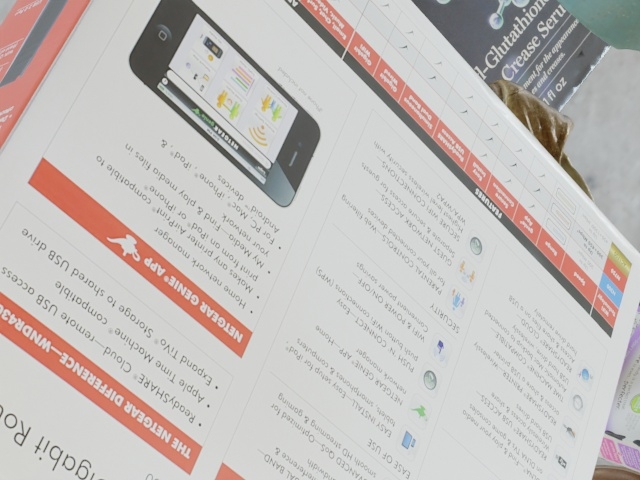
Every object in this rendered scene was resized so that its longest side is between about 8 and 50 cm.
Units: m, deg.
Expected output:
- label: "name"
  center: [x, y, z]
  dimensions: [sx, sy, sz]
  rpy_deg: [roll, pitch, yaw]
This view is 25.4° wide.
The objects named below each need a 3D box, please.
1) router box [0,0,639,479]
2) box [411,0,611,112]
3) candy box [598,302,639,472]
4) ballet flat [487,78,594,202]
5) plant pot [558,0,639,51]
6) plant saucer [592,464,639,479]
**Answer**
- label: "router box"
  center: [-0.011, 0.035, 0.605]
  dimensions: [0.335, 0.082, 0.301]
  rpy_deg: [44, 53, -28]
- label: "box"
  center: [0.143, -0.313, 1.727]
  dimensions: [0.395, 0.212, 0.293]
  rpy_deg: [46, 73, -24]
- label: "candy box"
  center: [0.348, 0.156, 1.477]
  dimensions: [0.196, 0.070, 0.165]
  rpy_deg: [17, 60, 37]
- label: "ballet flat"
  center: [0.176, 0.025, 1.174]
  dimensions: [0.124, 0.116, 0.342]
  rpy_deg: [12, 60, -16]
- label: "plant pot"
  center: [0.342, -0.327, 1.114]
  dimensions: [0.341, 0.334, 0.341]
  rpy_deg: [18, 50, -22]
- label: "plant saucer"
  center: [0.373, 0.458, 1.930]
  dimensions: [0.311, 0.050, 0.310]
  rpy_deg: [0, 89, -10]
